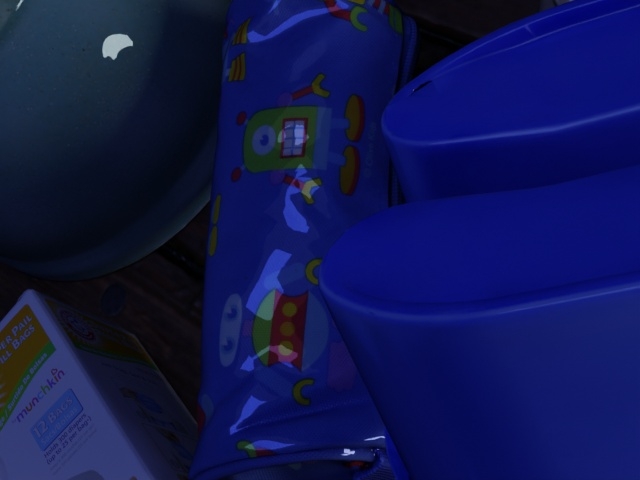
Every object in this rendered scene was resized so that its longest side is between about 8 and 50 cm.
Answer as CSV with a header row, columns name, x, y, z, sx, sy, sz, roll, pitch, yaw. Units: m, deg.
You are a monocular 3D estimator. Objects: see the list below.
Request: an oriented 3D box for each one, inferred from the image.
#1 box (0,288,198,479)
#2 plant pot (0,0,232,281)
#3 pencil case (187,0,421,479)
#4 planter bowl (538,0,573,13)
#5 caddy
name,x,y,z,sx,sy,sz,roll,pitch,yaw
box,-0.132,0.142,0.709,0.114,0.103,0.203,-47,53,7
plant pot,-0.207,-0.141,0.816,0.293,0.196,0.293,-13,64,28
pencil case,0.000,0.000,0.673,0.133,0.119,0.306,-9,66,25
planter bowl,0.179,-0.124,0.616,0.162,0.109,0.162,-13,64,28
caddy,0.168,0.013,0.490,0.341,0.179,0.241,-13,32,28
